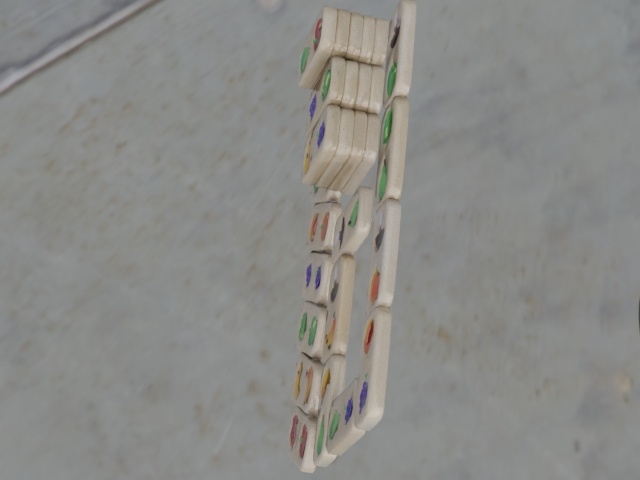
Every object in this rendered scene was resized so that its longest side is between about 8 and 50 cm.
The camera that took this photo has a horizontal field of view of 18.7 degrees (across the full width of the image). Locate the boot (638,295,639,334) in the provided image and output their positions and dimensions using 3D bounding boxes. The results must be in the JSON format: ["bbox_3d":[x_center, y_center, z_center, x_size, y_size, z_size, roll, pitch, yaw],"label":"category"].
[{"bbox_3d":[0.286,0.124,1.192,0.131,0.260,0.348,-41,100,-4],"label":"boot"}]

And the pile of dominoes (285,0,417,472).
[{"bbox_3d":[0.000,0.000,1.068,0.040,0.196,0.251,11,67,-11],"label":"pile of dominoes"}]
